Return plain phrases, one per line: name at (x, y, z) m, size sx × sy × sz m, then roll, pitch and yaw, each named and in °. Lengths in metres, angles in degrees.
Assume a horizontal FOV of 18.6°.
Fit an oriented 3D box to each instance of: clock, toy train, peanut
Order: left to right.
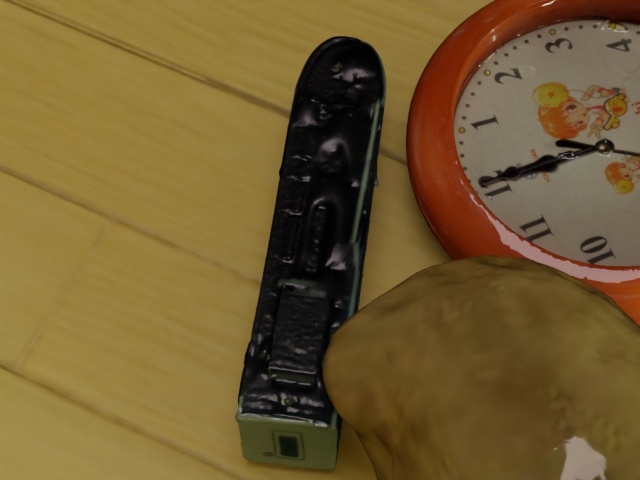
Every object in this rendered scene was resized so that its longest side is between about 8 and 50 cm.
toy train at (0.000, 0.000, 0.986) m, size 0.052 × 0.051 × 0.234 m, roll 6°, pitch 56°, yaw 4°
clock at (0.146, -0.048, 1.011) m, size 0.205 × 0.051 × 0.205 m, roll 0°, pitch 61°, yaw 0°
peanut at (0.167, 0.135, 0.837) m, size 0.387 × 0.169 × 0.192 m, roll 34°, pitch 60°, yaw 19°
